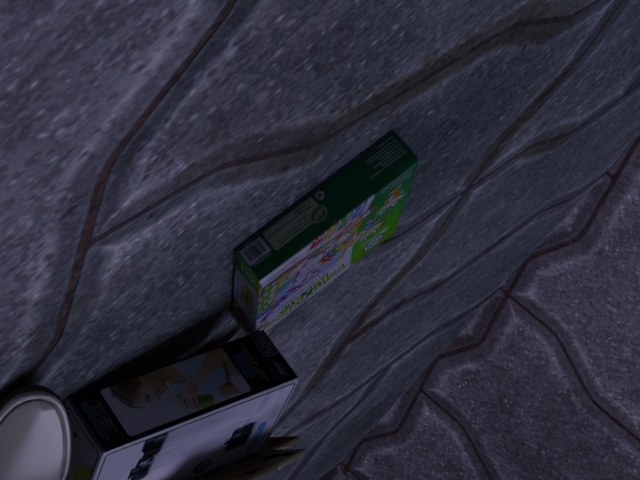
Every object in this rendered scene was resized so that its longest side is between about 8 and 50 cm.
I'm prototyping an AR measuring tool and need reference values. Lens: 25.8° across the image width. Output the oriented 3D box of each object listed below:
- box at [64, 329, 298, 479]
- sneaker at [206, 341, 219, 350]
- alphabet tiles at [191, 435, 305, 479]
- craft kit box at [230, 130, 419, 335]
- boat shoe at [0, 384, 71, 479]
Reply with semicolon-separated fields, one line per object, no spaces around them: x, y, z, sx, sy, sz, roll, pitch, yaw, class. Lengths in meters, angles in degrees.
-0.184;0.229;1.717;0.290;0.087;0.169;-16;147;-37;box
-0.157;0.174;1.872;0.170;0.068;0.071;-25;131;-37;sneaker
-0.200;0.312;1.847;0.342;0.011;0.285;-9;-174;40;alphabet tiles
0.000;0.000;1.729;0.250;0.061;0.246;-37;169;-15;craft kit box
-0.342;0.277;1.512;0.112;0.095;0.335;0;122;-24;boat shoe
